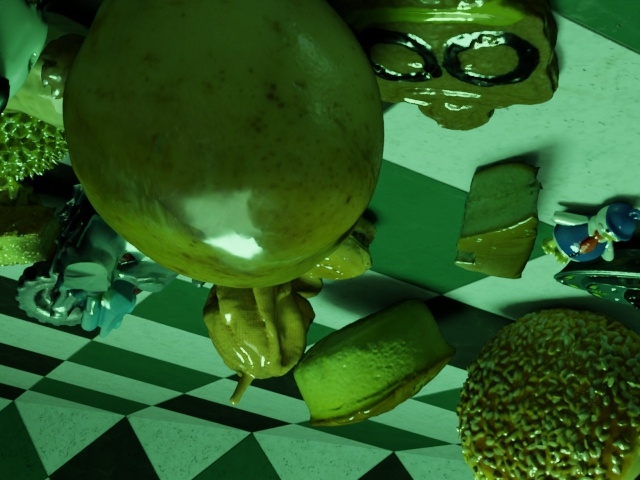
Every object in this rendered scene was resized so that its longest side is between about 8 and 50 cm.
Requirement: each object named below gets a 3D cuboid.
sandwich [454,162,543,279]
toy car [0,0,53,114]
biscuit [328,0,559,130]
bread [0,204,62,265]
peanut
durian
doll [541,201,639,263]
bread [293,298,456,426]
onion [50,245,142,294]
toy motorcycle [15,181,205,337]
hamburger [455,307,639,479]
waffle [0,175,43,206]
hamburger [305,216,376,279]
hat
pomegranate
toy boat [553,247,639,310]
[{"bbox_3d":[0.207,-0.019,1.126,0.088,0.090,0.244,4,161,8],"label":"sandwich"},{"bbox_3d":[-0.347,-0.215,0.786,0.190,0.188,0.255,11,161,24],"label":"toy car"},{"bbox_3d":[0.106,-0.172,0.856,0.209,0.041,0.290,5,158,20],"label":"biscuit"},{"bbox_3d":[-0.462,-0.009,1.397,0.187,0.065,0.103,-4,152,13],"label":"bread"},{"bbox_3d":[-0.314,-0.178,0.964,0.275,0.111,0.125,10,155,4],"label":"peanut"},{"bbox_3d":[-0.396,-0.126,1.164,0.208,0.102,0.146,0,162,37],"label":"durian"},{"bbox_3d":[0.328,-0.011,1.136,0.099,0.057,0.143,35,147,-16],"label":"doll"},{"bbox_3d":[0.085,0.206,1.565,0.270,0.148,0.270,-27,180,0],"label":"bread"},{"bbox_3d":[-0.396,0.057,1.630,0.206,0.098,0.151,5,160,18],"label":"onion"},{"bbox_3d":[-0.252,0.017,1.295,0.232,0.172,0.416,21,134,-26],"label":"toy motorcycle"},{"bbox_3d":[0.383,0.270,1.457,0.330,0.329,0.250,-8,156,42],"label":"hamburger"},{"bbox_3d":[-0.562,-0.089,1.398,0.301,0.058,0.282,25,154,-32],"label":"waffle"},{"bbox_3d":[0.000,0.000,1.297,0.147,0.083,0.138,27,159,-27],"label":"hamburger"},{"bbox_3d":[-0.124,0.155,1.549,0.244,0.233,0.233,-6,152,36],"label":"hat"},{"bbox_3d":[-0.074,-0.096,0.803,0.307,0.307,0.307,10,159,4],"label":"pomegranate"},{"bbox_3d":[0.416,0.055,1.194,0.246,0.103,0.093,4,159,26],"label":"toy boat"}]
